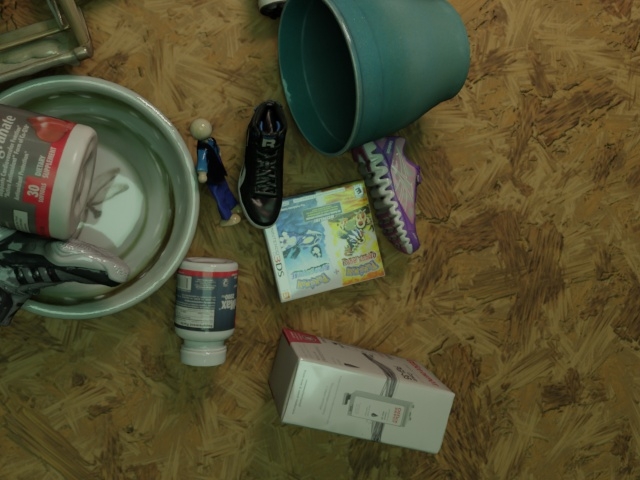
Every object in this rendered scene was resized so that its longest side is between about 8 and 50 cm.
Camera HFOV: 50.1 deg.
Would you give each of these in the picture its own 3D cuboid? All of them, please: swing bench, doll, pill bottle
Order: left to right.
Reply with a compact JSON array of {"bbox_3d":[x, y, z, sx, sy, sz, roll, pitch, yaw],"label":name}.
[{"bbox_3d":[-0.504,-0.118,0.992,0.319,0.176,0.176,13,92,-11],"label":"pill bottle"},{"bbox_3d":[-0.521,-0.369,1.066,0.254,0.165,0.254,-19,113,-6],"label":"swing bench"},{"bbox_3d":[-0.202,0.123,1.206,0.108,0.108,0.180,3,95,-11],"label":"pill bottle"},{"bbox_3d":[-0.184,-0.123,1.185,0.046,0.129,0.188,-11,120,11],"label":"doll"}]

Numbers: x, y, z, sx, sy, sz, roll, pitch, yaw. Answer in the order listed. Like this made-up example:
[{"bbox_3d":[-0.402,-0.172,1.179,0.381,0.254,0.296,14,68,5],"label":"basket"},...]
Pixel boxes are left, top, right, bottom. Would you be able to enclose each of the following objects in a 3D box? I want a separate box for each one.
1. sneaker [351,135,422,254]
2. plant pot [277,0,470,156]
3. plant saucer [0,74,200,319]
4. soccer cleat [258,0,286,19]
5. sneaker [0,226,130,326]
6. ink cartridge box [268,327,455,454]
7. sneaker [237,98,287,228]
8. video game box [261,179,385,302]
[{"bbox_3d":[0.147,-0.092,1.266,0.105,0.095,0.236,-23,98,-16],"label":"sneaker"},{"bbox_3d":[0.101,-0.302,1.160,0.255,0.272,0.271,-17,98,-23],"label":"plant pot"},{"bbox_3d":[-0.407,-0.071,1.155,0.401,0.100,0.399,-1,95,-11],"label":"plant saucer"},{"bbox_3d":[0.040,-0.474,1.206,0.319,0.108,0.116,-11,93,-7],"label":"soccer cleat"},{"bbox_3d":[-0.440,0.065,1.062,0.269,0.101,0.152,15,93,-6],"label":"sneaker"},{"bbox_3d":[0.065,0.263,1.218,0.283,0.207,0.117,15,94,-12],"label":"ink cartridge box"},{"bbox_3d":[-0.098,-0.135,1.171,0.079,0.121,0.216,1,78,-10],"label":"sneaker"},{"bbox_3d":[0.000,0.000,1.266,0.205,0.048,0.186,-15,99,-9],"label":"video game box"}]
